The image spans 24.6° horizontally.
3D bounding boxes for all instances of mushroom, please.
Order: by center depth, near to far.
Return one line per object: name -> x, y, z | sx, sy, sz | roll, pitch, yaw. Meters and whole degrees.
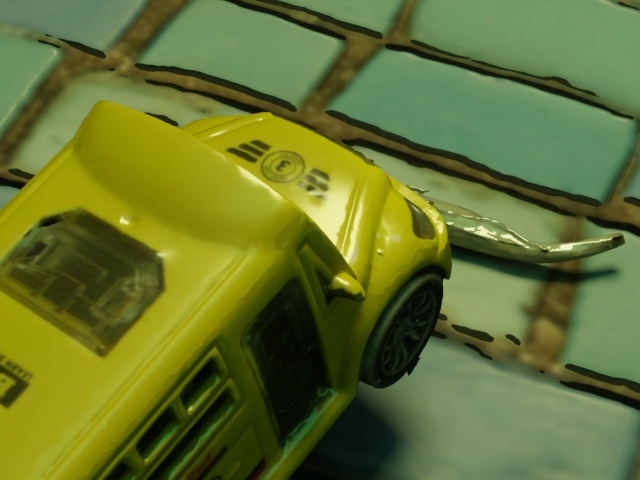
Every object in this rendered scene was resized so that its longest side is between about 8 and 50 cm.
mushroom -> -0.001, 0.001, 0.748 | 0.306, 0.043, 0.068 | -8, 68, -11

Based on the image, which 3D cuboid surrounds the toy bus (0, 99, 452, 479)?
toy bus -> -0.089, 0.061, 0.584 | 0.144, 0.152, 0.330 | 29, 64, 26
